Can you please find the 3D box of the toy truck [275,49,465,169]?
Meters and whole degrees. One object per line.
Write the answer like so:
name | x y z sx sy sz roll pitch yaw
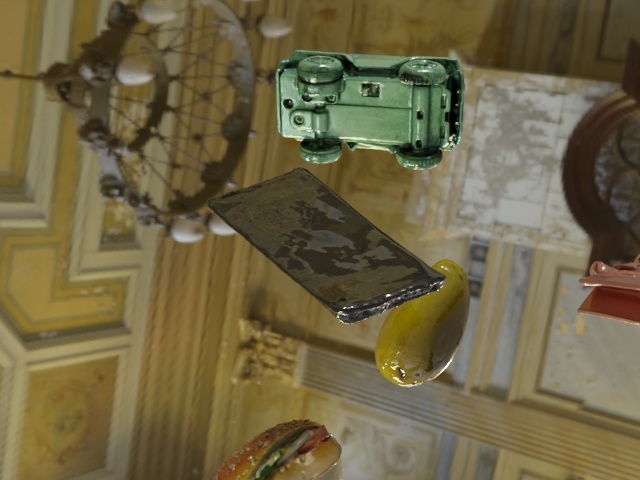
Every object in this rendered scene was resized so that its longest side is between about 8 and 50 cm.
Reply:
toy truck | 0.074 -0.205 1.399 0.156 0.278 0.155 -63 -25 -60

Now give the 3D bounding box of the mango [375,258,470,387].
mango | 0.126 0.098 1.109 0.103 0.076 0.161 37 -102 -39

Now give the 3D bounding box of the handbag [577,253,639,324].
handbag | 0.401 0.051 1.049 0.212 0.157 0.059 -11 -77 -44

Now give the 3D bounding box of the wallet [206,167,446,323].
wallet | 0.000 -0.001 1.039 0.146 0.285 0.030 -16 -54 -31

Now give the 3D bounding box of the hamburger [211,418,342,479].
hamburger | -0.068 0.368 1.473 0.237 0.236 0.147 -25 -91 -54
